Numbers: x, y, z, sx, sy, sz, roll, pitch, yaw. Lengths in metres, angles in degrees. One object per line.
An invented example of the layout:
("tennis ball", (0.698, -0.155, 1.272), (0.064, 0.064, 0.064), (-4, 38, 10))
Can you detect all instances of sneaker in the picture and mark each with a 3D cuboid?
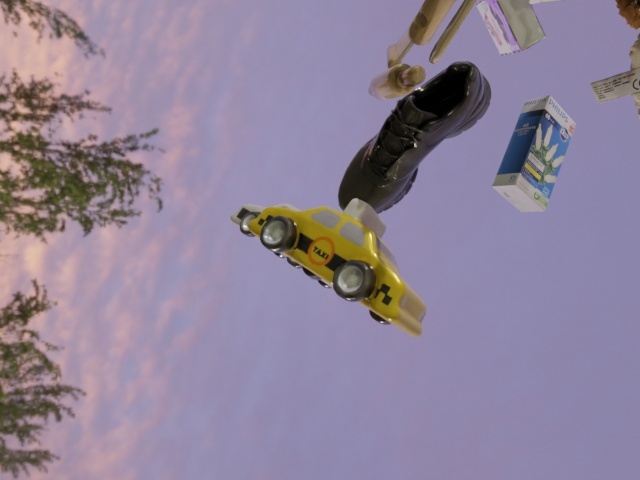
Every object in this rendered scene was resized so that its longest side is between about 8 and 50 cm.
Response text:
("sneaker", (0.122, -0.151, 0.708), (0.109, 0.130, 0.286), (46, -75, 15))

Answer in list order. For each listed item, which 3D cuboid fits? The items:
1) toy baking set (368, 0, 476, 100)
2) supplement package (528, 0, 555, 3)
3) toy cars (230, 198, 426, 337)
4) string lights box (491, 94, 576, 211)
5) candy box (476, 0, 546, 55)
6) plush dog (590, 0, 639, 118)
("toy baking set", (0.109, -0.231, 0.469), (0.256, 0.030, 0.197), (-108, -138, -73))
("supplement package", (0.574, -0.686, 1.101), (0.149, 0.193, 0.203), (87, -4, -74))
("toy cars", (0.000, 0.000, 0.562), (0.087, 0.176, 0.393), (-56, -165, -5))
("string lights box", (0.545, -0.218, 1.226), (0.076, 0.133, 0.260), (5, -113, 60))
("candy box", (0.499, -0.586, 1.278), (0.070, 0.196, 0.165), (-30, -77, 14))
("plush dog", (0.420, -0.186, 0.442), (0.263, 0.225, 0.211), (93, -19, -56))
